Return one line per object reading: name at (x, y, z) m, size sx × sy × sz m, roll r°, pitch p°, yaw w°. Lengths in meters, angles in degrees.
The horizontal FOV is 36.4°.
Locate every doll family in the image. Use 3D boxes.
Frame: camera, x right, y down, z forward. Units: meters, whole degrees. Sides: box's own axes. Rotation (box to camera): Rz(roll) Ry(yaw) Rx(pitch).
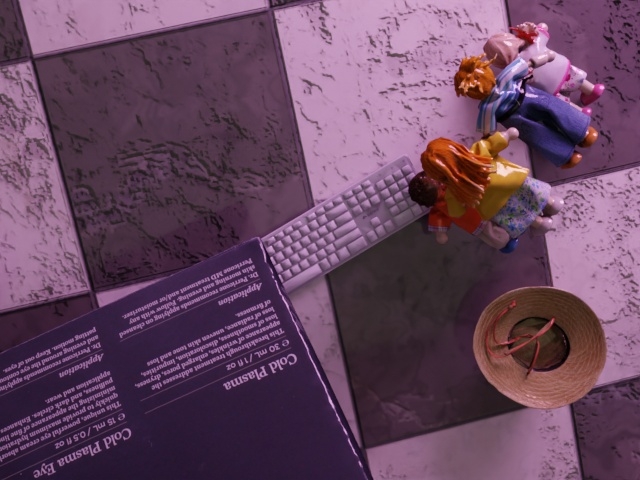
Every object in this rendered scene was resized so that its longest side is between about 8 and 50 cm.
doll family at (0.194, -0.109, 1.012) m, size 0.163 × 0.118 × 0.263 m, roll 28°, pitch 92°, yaw -15°

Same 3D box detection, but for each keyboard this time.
keyboard at (0.000, 0.000, 1.060) m, size 0.256 × 0.014 × 0.072 m, roll -31°, pitch 103°, yaw -2°

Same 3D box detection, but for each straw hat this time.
straw hat at (0.243, 0.114, 1.092) m, size 0.144 × 0.061 × 0.144 m, roll 0°, pitch 92°, yaw 7°

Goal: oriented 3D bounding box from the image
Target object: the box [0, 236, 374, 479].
box at (-0.138, 0.224, 0.917) m, size 0.343 × 0.179 × 0.312 m, roll -24°, pitch 60°, yaw -3°
